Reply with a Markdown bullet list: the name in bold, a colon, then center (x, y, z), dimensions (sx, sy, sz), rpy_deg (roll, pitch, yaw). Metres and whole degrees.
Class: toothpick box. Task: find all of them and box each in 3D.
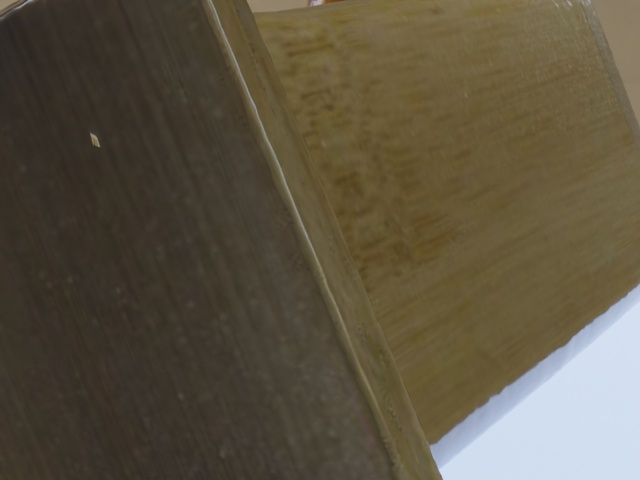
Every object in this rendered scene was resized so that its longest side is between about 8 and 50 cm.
- **toothpick box**: center (0.000, 0.000, 0.530), dimensions (0.187, 0.308, 0.190), rpy_deg (-22, -89, 33)

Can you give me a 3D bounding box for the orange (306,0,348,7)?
- **orange**: center (0.068, -0.173, 1.104), dimensions (0.156, 0.124, 0.156), rpy_deg (16, -54, 23)
